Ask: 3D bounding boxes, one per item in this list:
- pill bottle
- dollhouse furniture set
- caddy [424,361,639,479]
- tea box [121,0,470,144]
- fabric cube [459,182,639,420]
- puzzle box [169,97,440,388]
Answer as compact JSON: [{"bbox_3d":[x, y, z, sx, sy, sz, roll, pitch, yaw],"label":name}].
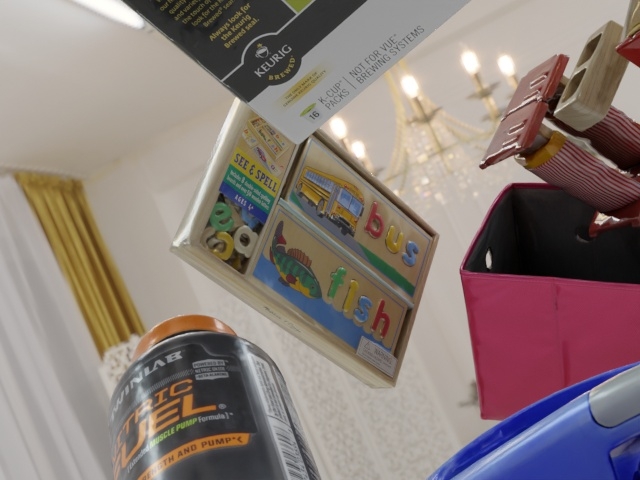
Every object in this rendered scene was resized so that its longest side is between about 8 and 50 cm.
[{"bbox_3d":[-0.072,0.147,0.633,0.130,0.130,0.246,-24,31,-3],"label":"pill bottle"},{"bbox_3d":[0.372,-0.142,1.134,0.152,0.201,0.374,-63,10,-16],"label":"dollhouse furniture set"},{"bbox_3d":[0.177,0.117,0.361,0.341,0.179,0.241,-22,10,30],"label":"caddy"},{"bbox_3d":[-0.024,-0.330,0.886,0.329,0.220,0.323,-38,-52,19],"label":"tea box"},{"bbox_3d":[0.361,0.091,1.337,0.259,0.258,0.254,4,34,27],"label":"fabric cube"},{"bbox_3d":[0.000,0.000,1.350,0.052,0.272,0.409,-11,-39,46],"label":"puzzle box"}]
